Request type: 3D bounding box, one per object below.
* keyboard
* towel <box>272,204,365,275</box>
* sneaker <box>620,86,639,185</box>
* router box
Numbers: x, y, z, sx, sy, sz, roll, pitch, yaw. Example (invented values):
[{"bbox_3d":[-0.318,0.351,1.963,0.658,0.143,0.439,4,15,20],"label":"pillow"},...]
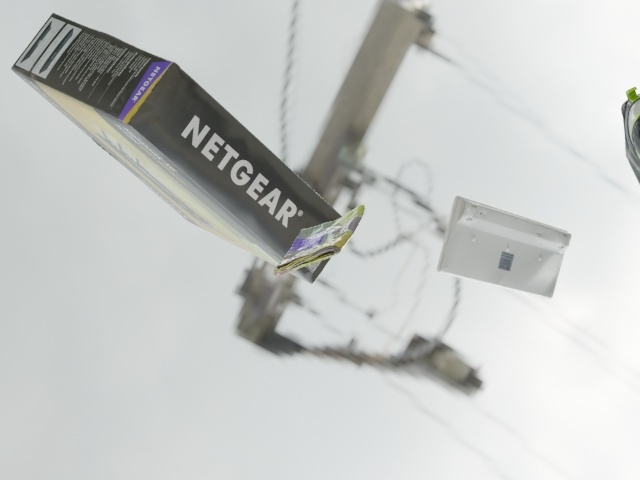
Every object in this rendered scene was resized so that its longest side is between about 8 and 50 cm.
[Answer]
[{"bbox_3d":[0.179,0.010,1.896,0.014,0.072,0.256,21,-176,31],"label":"keyboard"},{"bbox_3d":[0.000,0.000,1.491,0.009,0.060,0.083,62,-153,-14],"label":"towel"},{"bbox_3d":[0.409,-0.084,2.308,0.084,0.235,0.097,-26,-144,-3],"label":"sneaker"},{"bbox_3d":[-0.143,-0.095,2.047,0.309,0.081,0.243,42,170,-39],"label":"router box"}]
